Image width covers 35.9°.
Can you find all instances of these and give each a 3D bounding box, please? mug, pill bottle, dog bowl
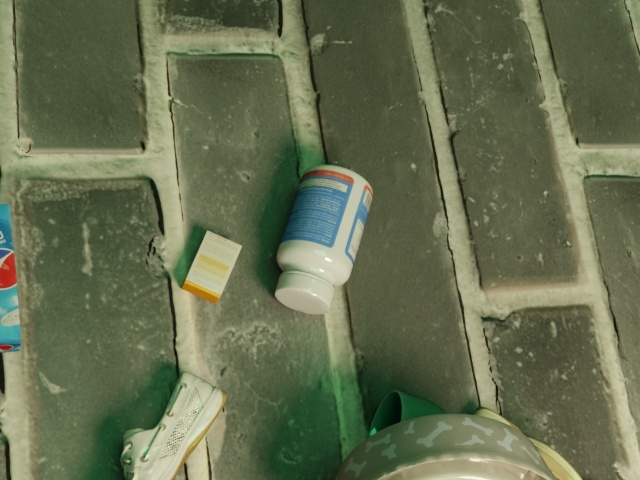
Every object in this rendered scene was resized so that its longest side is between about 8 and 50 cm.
[{"bbox_3d":[0.140,0.312,1.498,0.097,0.129,0.158,20,35,-13],"label":"mug"},{"bbox_3d":[0.000,0.000,1.587,0.124,0.124,0.221,22,64,-8],"label":"pill bottle"},{"bbox_3d":[0.172,0.380,1.390,0.349,0.349,0.102,11,37,-13],"label":"dog bowl"}]

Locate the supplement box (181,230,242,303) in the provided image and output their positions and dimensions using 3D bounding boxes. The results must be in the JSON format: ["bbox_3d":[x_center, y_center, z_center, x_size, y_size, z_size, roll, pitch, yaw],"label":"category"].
[{"bbox_3d":[-0.172,0.042,1.564,0.062,0.036,0.098,25,64,-7],"label":"supplement box"}]

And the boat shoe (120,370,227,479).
[{"bbox_3d":[-0.243,0.306,1.411,0.096,0.098,0.277,35,54,-2],"label":"boat shoe"}]

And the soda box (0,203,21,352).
[{"bbox_3d":[-0.479,0.056,1.442,0.067,0.071,0.210,-5,71,-19],"label":"soda box"}]

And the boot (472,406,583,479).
[{"bbox_3d":[0.282,0.373,1.528,0.213,0.077,0.165,32,61,30],"label":"boot"}]
